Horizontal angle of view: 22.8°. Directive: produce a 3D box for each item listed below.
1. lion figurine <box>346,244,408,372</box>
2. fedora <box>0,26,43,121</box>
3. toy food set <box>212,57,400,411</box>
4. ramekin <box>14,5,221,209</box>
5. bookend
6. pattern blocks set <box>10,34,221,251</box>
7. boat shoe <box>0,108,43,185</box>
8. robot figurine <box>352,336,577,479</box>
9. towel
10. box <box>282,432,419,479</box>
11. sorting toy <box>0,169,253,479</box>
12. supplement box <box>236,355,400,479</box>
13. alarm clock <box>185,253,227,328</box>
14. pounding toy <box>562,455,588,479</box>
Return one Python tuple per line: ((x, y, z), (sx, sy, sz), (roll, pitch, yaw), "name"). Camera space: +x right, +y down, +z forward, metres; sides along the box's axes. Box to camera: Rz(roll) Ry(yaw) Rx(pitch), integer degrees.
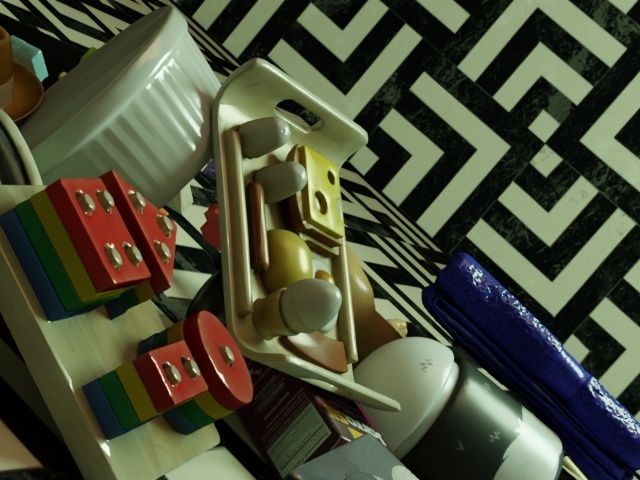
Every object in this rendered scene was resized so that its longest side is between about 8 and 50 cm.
((0.056, 0.117, 1.840), (0.392, 0.142, 0.240), (44, 4, -27), "lion figurine")
((-0.371, -0.180, 1.594), (0.194, 0.079, 0.194), (10, 29, -5), "fedora")
((0.000, 0.000, 1.532), (0.219, 0.092, 0.306), (29, 51, -54), "toy food set")
((-0.208, -0.098, 1.570), (0.127, 0.273, 0.273), (50, 7, -17), "ramekin")
((-0.329, -0.192, 1.969), (0.156, 0.072, 0.157), (26, -12, 17), "bookend")
((-0.221, -0.108, 1.806), (0.324, 0.026, 0.285), (24, -31, 30), "pattern blocks set")
((-0.362, -0.103, 1.416), (0.113, 0.127, 0.340), (-13, 65, -45), "boat shoe")
((0.141, 0.227, 1.684), (0.278, 0.173, 0.209), (39, -2, -8), "robot figurine")
((0.232, 0.152, 1.788), (0.308, 0.076, 0.227), (45, -8, 5), "towel")
((0.025, 0.255, 1.180), (0.163, 0.142, 0.247), (42, 10, 12), "box")
((-0.155, 0.058, 1.281), (0.257, 0.089, 0.255), (62, 12, 4), "sorting toy")
((-0.010, 0.181, 1.561), (0.104, 0.081, 0.188), (33, 13, -40), "supplement box")
((-0.082, 0.076, 1.670), (0.064, 0.129, 0.192), (41, -19, 23), "alarm clock")
((0.309, 0.349, 1.988), (0.206, 0.094, 0.181), (35, 11, -28), "pounding toy")
